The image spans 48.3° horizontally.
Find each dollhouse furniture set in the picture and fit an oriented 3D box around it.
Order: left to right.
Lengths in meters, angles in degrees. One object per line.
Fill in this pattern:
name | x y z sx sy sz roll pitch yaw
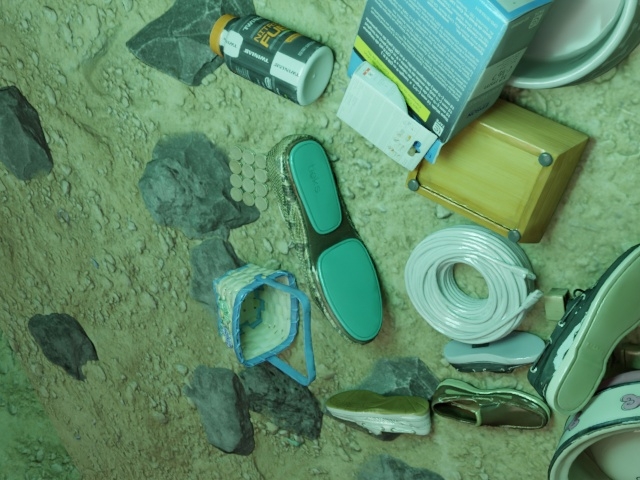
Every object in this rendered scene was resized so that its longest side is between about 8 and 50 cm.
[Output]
dollhouse furniture set | 0.518 0.181 1.344 0.182 0.101 0.160 1 114 35

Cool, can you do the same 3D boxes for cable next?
cable | 0.302 0.086 1.453 0.257 0.089 0.257 38 130 13

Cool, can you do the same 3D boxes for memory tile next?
memory tile | -0.170 -0.150 1.704 0.113 0.012 0.148 19 124 26

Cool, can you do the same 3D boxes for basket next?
basket | -0.124 0.198 1.732 0.289 0.201 0.254 18 123 38

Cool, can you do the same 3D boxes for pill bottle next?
pill bottle | -0.107 -0.379 1.460 0.246 0.130 0.130 29 127 19

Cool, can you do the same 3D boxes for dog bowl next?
dog bowl | 0.356 -0.404 1.145 0.349 0.102 0.348 16 121 28
dog bowl | 0.630 0.399 1.293 0.408 0.150 0.408 11 132 13

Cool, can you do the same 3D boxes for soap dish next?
soap dish | 0.303 -0.141 1.309 0.291 0.118 0.229 29 127 20

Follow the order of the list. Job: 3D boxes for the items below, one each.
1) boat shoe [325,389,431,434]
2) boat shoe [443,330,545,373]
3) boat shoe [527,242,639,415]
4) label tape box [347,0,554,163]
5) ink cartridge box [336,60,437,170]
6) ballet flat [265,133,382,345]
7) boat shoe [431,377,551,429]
boat shoe | 0.138 0.433 1.745 0.277 0.098 0.096 0 113 34
boat shoe | 0.371 0.248 1.504 0.229 0.080 0.076 -12 124 35
boat shoe | 0.485 0.143 1.282 0.340 0.127 0.113 -63 27 2
label tape box | 0.188 -0.325 1.164 0.249 0.115 0.347 50 155 17
ink cartridge box | 0.121 -0.217 1.262 0.179 0.045 0.145 36 158 3
ballet flat | 0.000 0.000 1.595 0.182 0.164 0.482 -9 104 60
boat shoe | 0.365 0.377 1.559 0.257 0.095 0.095 3 115 34
